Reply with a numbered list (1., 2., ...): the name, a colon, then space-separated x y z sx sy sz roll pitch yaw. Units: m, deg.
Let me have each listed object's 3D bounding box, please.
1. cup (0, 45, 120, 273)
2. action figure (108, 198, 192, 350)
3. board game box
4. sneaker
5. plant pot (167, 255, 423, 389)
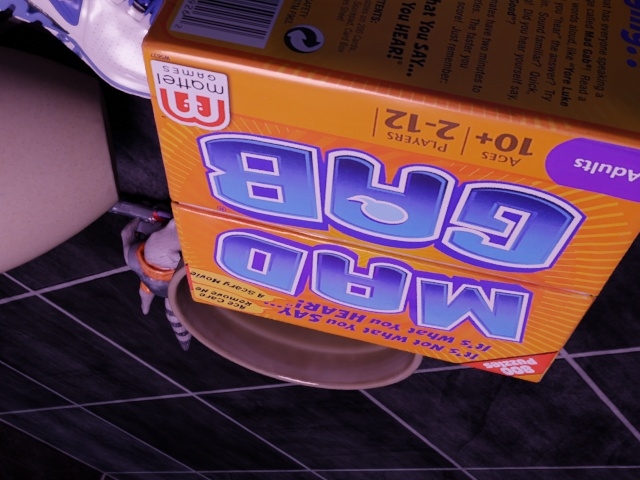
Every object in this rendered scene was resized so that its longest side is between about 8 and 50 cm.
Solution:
1. cup: -0.400 -0.116 1.077 0.237 0.331 0.331 -9 149 -11
2. action figure: -0.199 0.063 1.352 0.342 0.178 0.330 13 157 9
3. board game box: 0.089 -0.136 0.743 0.357 0.356 0.356 13 147 6
4. sneaker: -0.233 -0.286 0.872 0.316 0.127 0.182 27 148 -13
5. plant pot: 0.000 0.000 1.060 0.323 0.280 0.323 12 148 8
